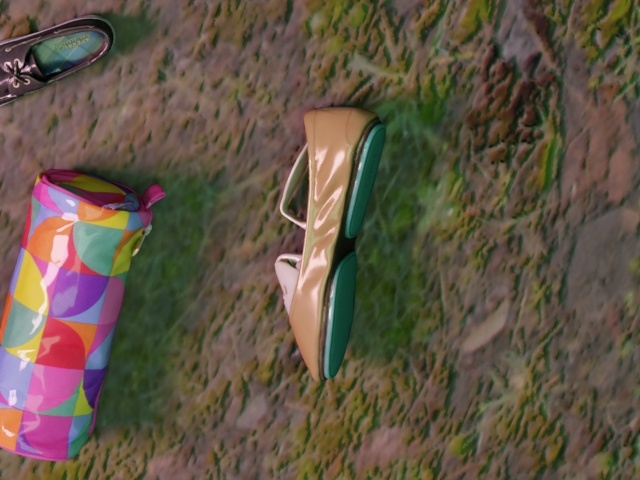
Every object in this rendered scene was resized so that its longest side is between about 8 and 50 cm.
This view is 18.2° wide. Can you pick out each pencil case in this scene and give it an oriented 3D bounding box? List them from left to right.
[{"bbox_3d":[-0.205,0.058,1.613,0.104,0.104,0.236,15,103,-13],"label":"pencil case"}]

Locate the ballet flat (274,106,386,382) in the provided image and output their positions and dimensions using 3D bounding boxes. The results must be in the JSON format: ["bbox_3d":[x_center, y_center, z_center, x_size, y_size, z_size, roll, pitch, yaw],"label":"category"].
[{"bbox_3d":[0.000,0.000,1.653,0.073,0.080,0.232,14,101,16],"label":"ballet flat"}]

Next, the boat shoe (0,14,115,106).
[{"bbox_3d":[-0.230,-0.141,1.584,0.142,0.040,0.049,-25,107,-2],"label":"boat shoe"}]
